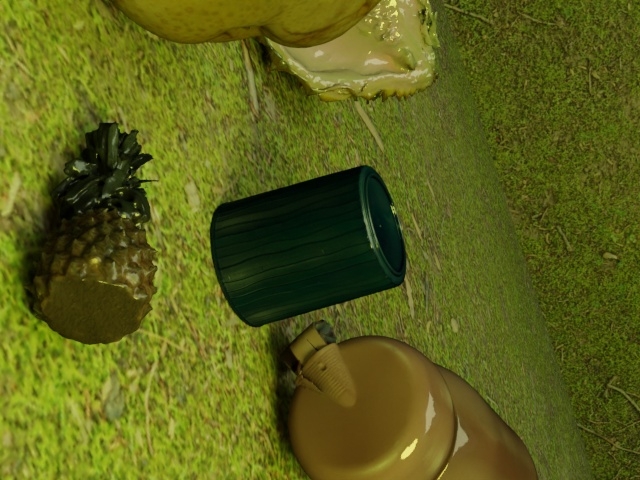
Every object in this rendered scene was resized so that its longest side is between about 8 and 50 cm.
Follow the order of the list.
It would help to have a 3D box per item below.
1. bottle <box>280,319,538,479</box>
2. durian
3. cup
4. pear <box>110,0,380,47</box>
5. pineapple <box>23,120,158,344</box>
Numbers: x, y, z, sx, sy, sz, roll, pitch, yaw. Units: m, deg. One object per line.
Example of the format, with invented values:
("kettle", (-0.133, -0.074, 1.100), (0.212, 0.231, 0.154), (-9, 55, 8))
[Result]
("bottle", (0.076, 0.192, 0.821), (0.206, 0.173, 0.297), (49, 2, 40))
("durian", (-0.007, -0.263, 0.964), (0.195, 0.186, 0.305), (-50, 134, -36))
("cup", (-0.005, -0.007, 0.767), (0.150, 0.138, 0.113), (-80, 148, -51))
("pear", (-0.048, -0.295, 0.636), (0.314, 0.315, 0.314), (-16, 90, -71))
("pineapple", (-0.132, -0.012, 0.539), (0.159, 0.074, 0.074), (-97, 160, -47))
